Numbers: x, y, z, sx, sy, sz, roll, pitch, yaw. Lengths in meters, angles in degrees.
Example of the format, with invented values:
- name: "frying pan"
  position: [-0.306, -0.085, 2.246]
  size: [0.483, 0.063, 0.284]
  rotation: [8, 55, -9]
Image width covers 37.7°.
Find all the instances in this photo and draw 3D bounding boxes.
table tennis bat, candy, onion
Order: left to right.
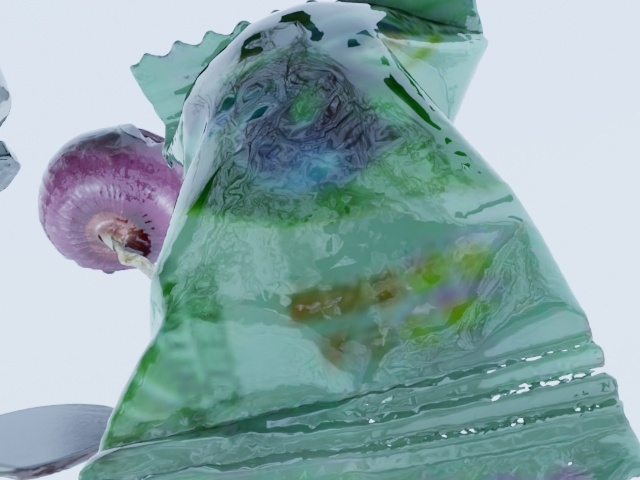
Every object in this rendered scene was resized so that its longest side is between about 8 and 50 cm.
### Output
- name: "table tennis bat"
  position: [-0.288, 0.187, 0.818]
  size: [0.173, 0.022, 0.301]
  rotation: [1, 7, 29]
- name: "onion"
  position: [-0.265, -0.063, 1.232]
  size: [0.207, 0.201, 0.200]
  rotation: [8, -20, 28]
- name: "candy"
  position: [-0.002, -0.005, 0.532]
  size: [0.262, 0.398, 0.172]
  rotation: [-22, -56, 14]

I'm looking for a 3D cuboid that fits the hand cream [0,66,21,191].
- name: "hand cream"
  position: [-0.276, -0.171, 0.561]
  size: [0.121, 0.336, 0.076]
  rotation: [-38, -15, 26]
